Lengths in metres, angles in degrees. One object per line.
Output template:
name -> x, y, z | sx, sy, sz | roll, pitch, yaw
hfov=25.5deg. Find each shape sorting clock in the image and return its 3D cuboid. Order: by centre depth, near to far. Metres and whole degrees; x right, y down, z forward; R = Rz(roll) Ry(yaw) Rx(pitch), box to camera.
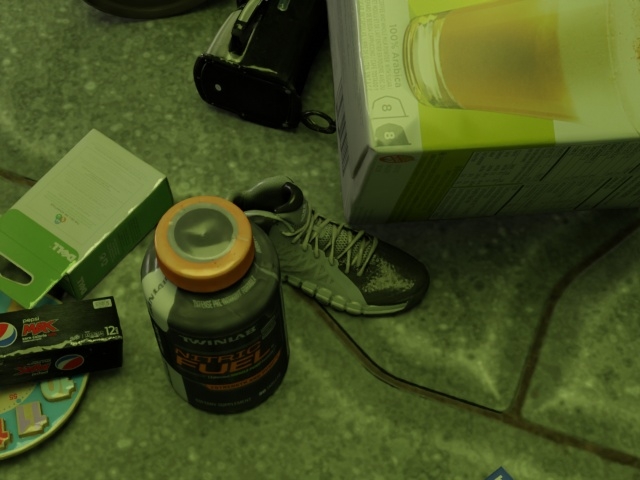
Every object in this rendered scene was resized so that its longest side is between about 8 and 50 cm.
shape sorting clock -> -0.336, 0.130, 1.428 | 0.206, 0.040, 0.206 | -1, 59, 1

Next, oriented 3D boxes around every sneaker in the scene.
sneaker -> 0.000, 0.000, 1.440 | 0.229, 0.132, 0.086 | 14, 60, 11

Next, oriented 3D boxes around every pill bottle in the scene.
pill bottle -> -0.100, 0.058, 1.343 | 0.131, 0.245, 0.130 | -1, 59, 2

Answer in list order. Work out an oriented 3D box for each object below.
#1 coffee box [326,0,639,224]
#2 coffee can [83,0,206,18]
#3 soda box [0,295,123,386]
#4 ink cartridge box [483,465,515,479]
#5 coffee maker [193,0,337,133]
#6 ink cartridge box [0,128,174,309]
coffee box -> 0.185, -0.216, 1.386 | 0.334, 0.338, 0.337 | -4, 80, -3
coffee can -> -0.216, -0.432, 1.672 | 0.202, 0.201, 0.275 | -10, 59, -4
soda box -> -0.282, 0.103, 1.390 | 0.169, 0.060, 0.053 | -8, 56, -15
ink cartridge box -> 0.197, 0.316, 1.291 | 0.097, 0.046, 0.207 | -35, 63, -19
coffee maker -> -0.037, -0.222, 1.603 | 0.171, 0.120, 0.178 | 30, 61, -14
ink cartridge box -> -0.266, -0.011, 1.498 | 0.109, 0.062, 0.209 | 33, 66, 21
